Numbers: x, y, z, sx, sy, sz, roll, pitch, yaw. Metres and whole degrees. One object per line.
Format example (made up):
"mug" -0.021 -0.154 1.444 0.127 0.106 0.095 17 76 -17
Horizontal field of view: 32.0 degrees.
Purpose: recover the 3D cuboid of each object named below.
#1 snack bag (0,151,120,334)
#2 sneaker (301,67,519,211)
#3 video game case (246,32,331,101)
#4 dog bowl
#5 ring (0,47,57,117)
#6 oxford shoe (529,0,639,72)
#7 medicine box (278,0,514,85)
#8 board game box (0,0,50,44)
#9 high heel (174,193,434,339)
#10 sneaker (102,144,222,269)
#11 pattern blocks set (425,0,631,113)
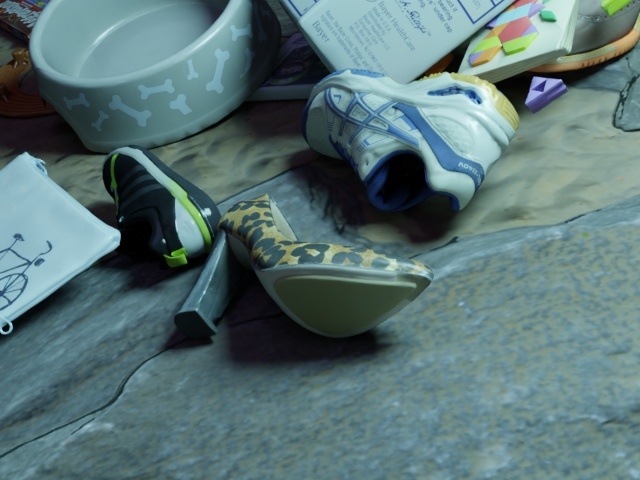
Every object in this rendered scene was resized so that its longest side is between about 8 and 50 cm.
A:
"snack bag" -0.402 0.035 1.192 0.342 0.037 0.323 -35 34 -16
"sneaker" 0.060 -0.097 1.147 0.296 0.112 0.131 5 61 54
"video game case" 0.014 -0.235 1.475 0.190 0.022 0.173 2 36 28
"dog bowl" -0.231 -0.273 1.499 0.348 0.102 0.349 -11 46 12
"ring" -0.366 -0.284 1.729 0.336 0.032 0.337 -12 32 8
"oxford shoe" 0.336 -0.316 1.339 0.129 0.133 0.363 12 42 38
"medicine box" 0.096 -0.331 1.338 0.289 0.149 0.263 -37 30 6
"board game box" -0.501 -0.412 2.004 0.145 0.027 0.281 -31 34 -20
"high heel" 0.000 0.000 1.028 0.261 0.093 0.186 -9 37 30
"sneaker" -0.195 -0.033 1.192 0.097 0.084 0.234 -34 34 -22
"pattern blocks set" 0.226 -0.244 1.252 0.285 0.026 0.325 -24 35 30
